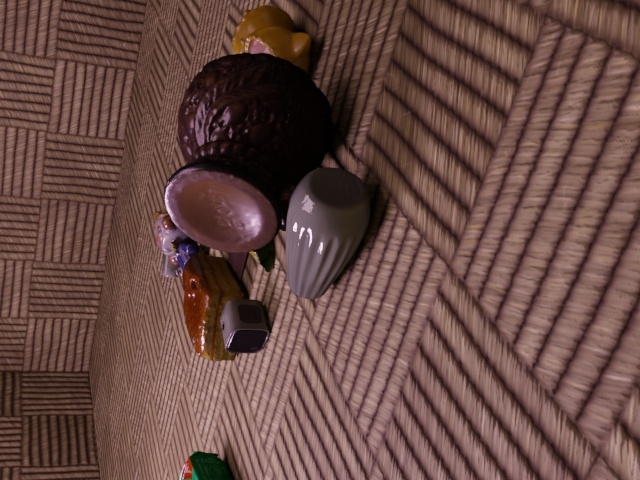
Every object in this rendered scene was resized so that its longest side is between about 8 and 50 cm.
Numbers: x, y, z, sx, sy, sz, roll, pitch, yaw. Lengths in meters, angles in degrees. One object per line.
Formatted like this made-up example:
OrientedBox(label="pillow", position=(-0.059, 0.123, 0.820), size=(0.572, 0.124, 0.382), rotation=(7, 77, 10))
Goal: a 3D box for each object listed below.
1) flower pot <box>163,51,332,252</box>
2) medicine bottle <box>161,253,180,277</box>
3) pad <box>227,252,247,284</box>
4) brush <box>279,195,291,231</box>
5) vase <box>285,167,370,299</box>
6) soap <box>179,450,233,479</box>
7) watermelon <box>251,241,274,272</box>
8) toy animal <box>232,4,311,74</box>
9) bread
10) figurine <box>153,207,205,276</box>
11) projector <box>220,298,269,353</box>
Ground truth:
OrientedBox(label="flower pot", position=(-0.130, -0.137, 1.341), size=(0.266, 0.267, 0.267), rotation=(123, 166, -49))
OrientedBox(label="medicine bottle", position=(-0.439, 0.010, 2.406), size=(0.058, 0.058, 0.199), rotation=(-148, 65, -65))
OrientedBox(label="pad", position=(-0.202, 0.012, 1.907), size=(0.187, 0.006, 0.113), rotation=(-115, 35, -49))
OrientedBox(label="brush", position=(-0.076, -0.159, 1.562), size=(0.051, 0.070, 0.323), rotation=(131, 141, -53))
OrientedBox(label="vase", position=(0.000, 0.000, 1.285), size=(0.248, 0.128, 0.128), rotation=(107, 156, -47))
OrientedBox(label="soap", position=(-0.237, 0.603, 1.767), size=(0.273, 0.098, 0.217), rotation=(39, 115, 61))
OrientedBox(label="watermelon", position=(-0.136, -0.009, 1.719), size=(0.092, 0.075, 0.181), rotation=(55, 172, -23))
OrientedBox(label="toy animal", position=(-0.095, -0.374, 1.568), size=(0.229, 0.156, 0.156), rotation=(55, 137, 42))
OrientedBox(label="bread", position=(-0.262, 0.153, 1.887), size=(0.234, 0.111, 0.184), rotation=(-135, 51, -61))
OrientedBox(label="figurine", position=(-0.374, 0.010, 2.173), size=(0.274, 0.133, 0.193), rotation=(-129, 25, -51))
OrientedBox(label="projector", position=(-0.159, 0.180, 1.671), size=(0.082, 0.083, 0.083), rotation=(-107, 32, -42))
